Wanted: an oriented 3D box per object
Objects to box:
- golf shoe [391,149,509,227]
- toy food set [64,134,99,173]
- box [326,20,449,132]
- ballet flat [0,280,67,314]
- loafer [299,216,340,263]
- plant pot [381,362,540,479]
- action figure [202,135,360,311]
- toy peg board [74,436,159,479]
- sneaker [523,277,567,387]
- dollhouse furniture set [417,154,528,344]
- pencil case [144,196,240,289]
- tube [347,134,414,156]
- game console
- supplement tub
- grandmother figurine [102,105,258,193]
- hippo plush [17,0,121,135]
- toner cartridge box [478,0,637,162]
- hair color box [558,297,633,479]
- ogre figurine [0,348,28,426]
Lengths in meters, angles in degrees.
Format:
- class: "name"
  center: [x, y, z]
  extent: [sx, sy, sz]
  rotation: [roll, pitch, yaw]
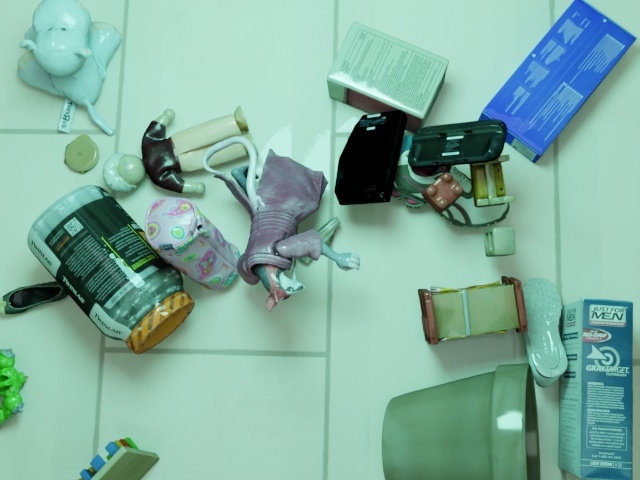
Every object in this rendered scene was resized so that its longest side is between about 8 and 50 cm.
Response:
- class: "golf shoe"
  center: [0.280, -0.109, 1.693]
  extent: [0.273, 0.120, 0.105]
  rotation: [16, 57, 3]
- class: "toy food set"
  center: [-0.550, -0.198, 1.808]
  extent: [0.082, 0.020, 0.083]
  rotation: [-43, 82, -4]
- class: "box"
  center: [0.148, -0.358, 1.747]
  extent: [0.232, 0.127, 0.148]
  rotation: [24, 83, 7]
- class: "ballet flat"
  center: [-0.642, 0.122, 1.743]
  extent: [0.173, 0.049, 0.057]
  rotation: [-17, 79, 0]
- class: "loafer"
  center: [0.000, 0.000, 1.741]
  extent: [0.125, 0.045, 0.039]
  rotation: [-41, 98, 2]
- class: "plant pot"
  center: [0.278, 0.402, 1.546]
  extent: [0.281, 0.323, 0.323]
  rotation: [-2, 80, 19]
- class: "action figure"
  center: [-0.090, -0.029, 1.609]
  extent: [0.248, 0.276, 0.370]
  rotation: [-25, 42, 26]
- class: "toy peg board"
  center: [-0.444, 0.476, 1.627]
  extent: [0.079, 0.160, 0.161]
  rotation: [40, 84, 24]
- class: "sneaker"
  center: [0.464, 0.192, 1.665]
  extent: [0.090, 0.094, 0.235]
  rotation: [1, 61, 8]
- class: "dollhouse furniture set"
  center: [0.300, 0.021, 1.637]
  extent: [0.202, 0.152, 0.373]
  rotation: [-6, 89, 2]
- class: "pencil case"
  center: [-0.257, 0.010, 1.625]
  extent: [0.124, 0.284, 0.124]
  rotation: [-5, 68, 12]
- class: "tube"
  center: [0.164, -0.205, 1.762]
  extent: [0.207, 0.052, 0.080]
  rotation: [2, 84, 0]
- class: "game console"
  center: [0.199, -0.177, 1.607]
  extent: [0.362, 0.044, 0.213]
  rotation: [-2, 60, 32]
- class: "supplement tub"
  center: [-0.437, 0.064, 1.664]
  extent: [0.207, 0.207, 0.338]
  rotation: [-43, 80, -5]
- class: "grandmother figurine"
  center: [-0.323, -0.198, 1.760]
  extent: [0.343, 0.104, 0.207]
  rotation: [-21, 71, -4]
- class: "hippo plush"
  center: [-0.588, -0.412, 1.736]
  extent: [0.235, 0.236, 0.294]
  rotation: [4, 81, 3]
- class: "toner cartridge box"
  center: [0.526, -0.358, 1.755]
  extent: [0.165, 0.075, 0.348]
  rotation: [40, 85, 7]
- class: "hair color box"
  center: [0.556, 0.298, 1.592]
  extent: [0.105, 0.174, 0.347]
  rotation: [3, 81, 3]
- class: "ogre figurine"
  center: [-0.702, 0.313, 1.693]
  extent: [0.118, 0.097, 0.196]
  rotation: [-12, 68, 12]
